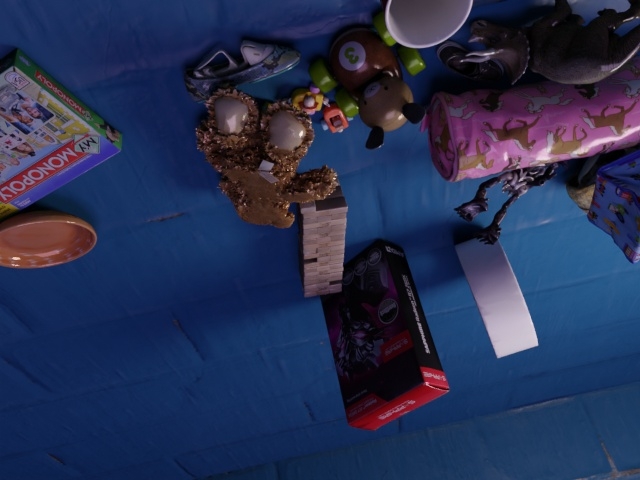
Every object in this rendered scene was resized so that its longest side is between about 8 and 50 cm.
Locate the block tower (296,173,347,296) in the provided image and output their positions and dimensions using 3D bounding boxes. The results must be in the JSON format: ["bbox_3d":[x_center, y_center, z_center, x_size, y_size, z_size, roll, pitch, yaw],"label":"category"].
[{"bbox_3d":[0.000,0.000,1.297,0.097,0.091,0.335,-9,144,-5],"label":"block tower"}]

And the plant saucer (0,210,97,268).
[{"bbox_3d":[-0.532,-0.004,1.147,0.199,0.037,0.200,-15,159,-6],"label":"plant saucer"}]

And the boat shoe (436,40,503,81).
[{"bbox_3d":[0.256,-0.293,1.023,0.142,0.040,0.049,11,138,-28],"label":"boat shoe"}]

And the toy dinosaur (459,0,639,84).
[{"bbox_3d":[0.391,-0.295,0.922,0.121,0.313,0.160,33,83,-56],"label":"toy dinosaur"}]

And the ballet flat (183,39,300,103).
[{"bbox_3d":[-0.125,-0.270,0.929,0.188,0.070,0.070,-21,143,7],"label":"ballet flat"}]

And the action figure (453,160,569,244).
[{"bbox_3d":[0.372,-0.135,1.187,0.164,0.141,0.276,42,81,-19],"label":"action figure"}]

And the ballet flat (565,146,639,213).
[{"bbox_3d":[0.646,-0.191,1.227,0.123,0.123,0.348,15,134,-32],"label":"ballet flat"}]

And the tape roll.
[{"bbox_3d":[0.411,0.126,1.424,0.100,0.286,0.286,-22,143,12],"label":"tape roll"}]

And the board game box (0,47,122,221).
[{"bbox_3d":[-0.520,-0.150,0.985,0.317,0.046,0.213,-26,141,17],"label":"board game box"}]

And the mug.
[{"bbox_3d":[0.108,-0.359,0.786,0.150,0.169,0.113,24,131,-38],"label":"mug"}]

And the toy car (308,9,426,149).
[{"bbox_3d":[0.089,-0.227,0.936,0.155,0.188,0.149,-31,140,22],"label":"toy car"}]

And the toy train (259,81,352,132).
[{"bbox_3d":[-0.028,-0.205,1.053,0.166,0.046,0.125,-18,143,7],"label":"toy train"}]

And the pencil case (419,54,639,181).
[{"bbox_3d":[0.376,-0.209,1.045,0.386,0.167,0.160,-12,99,-3],"label":"pencil case"}]

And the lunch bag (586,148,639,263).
[{"bbox_3d":[0.654,-0.121,1.092,0.293,0.138,0.221,-36,153,3],"label":"lunch bag"}]

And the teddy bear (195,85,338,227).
[{"bbox_3d":[-0.095,-0.144,1.026,0.245,0.113,0.338,3,154,15],"label":"teddy bear"}]

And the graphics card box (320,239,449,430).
[{"bbox_3d":[0.130,0.211,1.379,0.094,0.371,0.233,21,133,-37],"label":"graphics card box"}]
